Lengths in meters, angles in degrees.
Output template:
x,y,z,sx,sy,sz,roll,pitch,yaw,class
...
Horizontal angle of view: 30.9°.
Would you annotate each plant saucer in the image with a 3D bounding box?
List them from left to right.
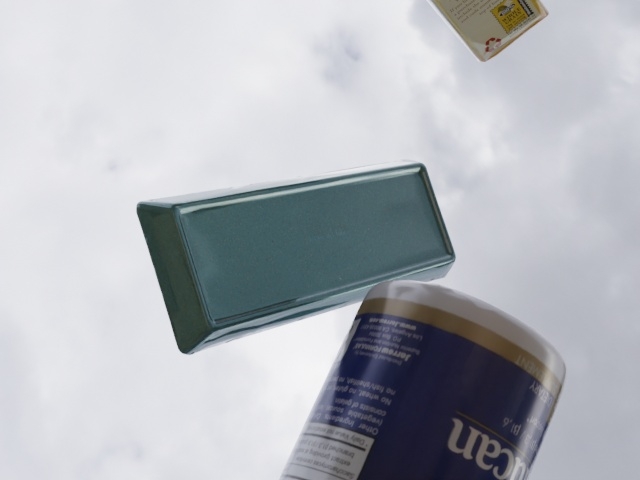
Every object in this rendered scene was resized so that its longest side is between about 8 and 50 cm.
x,y,z,sx,sy,sz,roll,pitch,yaw,class
0.000,0.000,0.541,0.018,0.192,0.067,-21,-96,41,plant saucer

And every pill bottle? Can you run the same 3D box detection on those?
x,y,z,sx,sy,sz,roll,pitch,yaw,class
0.029,0.110,0.475,0.094,0.094,0.169,29,-108,-9,pill bottle

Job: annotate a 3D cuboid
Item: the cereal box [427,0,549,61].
x,y,z,sx,sy,sz,roll,pitch,yaw,class
0.004,-0.201,0.515,0.047,0.173,0.240,-36,-37,13,cereal box
